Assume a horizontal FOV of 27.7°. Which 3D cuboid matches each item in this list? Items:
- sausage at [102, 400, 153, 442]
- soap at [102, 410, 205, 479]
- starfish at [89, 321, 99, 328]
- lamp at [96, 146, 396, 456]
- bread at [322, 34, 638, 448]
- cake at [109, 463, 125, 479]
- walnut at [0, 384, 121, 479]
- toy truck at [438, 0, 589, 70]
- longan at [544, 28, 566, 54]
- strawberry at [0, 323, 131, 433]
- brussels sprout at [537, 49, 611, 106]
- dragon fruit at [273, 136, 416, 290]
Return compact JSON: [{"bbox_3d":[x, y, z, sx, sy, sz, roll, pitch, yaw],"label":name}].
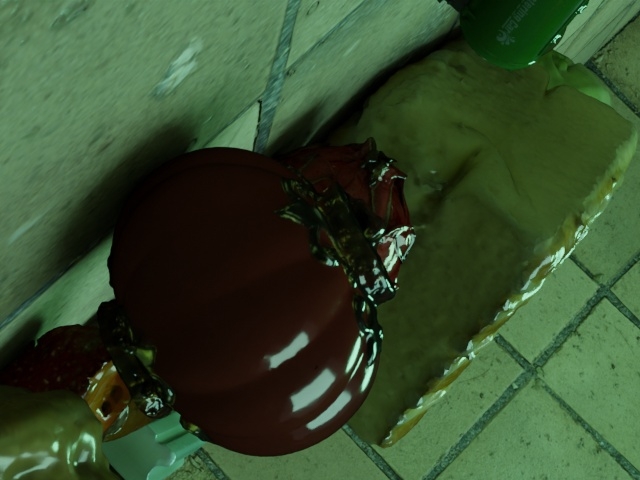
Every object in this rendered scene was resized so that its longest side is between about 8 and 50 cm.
[{"bbox_3d":[-0.184,0.151,1.433,0.103,0.076,0.302,-47,174,23],"label":"sausage"},{"bbox_3d":[-0.212,0.228,1.564,0.066,0.119,0.198,-46,174,2],"label":"soap"},{"bbox_3d":[-0.162,0.105,1.189,0.190,0.074,0.146,-25,162,6],"label":"starfish"},{"bbox_3d":[-0.046,0.039,0.912,0.227,0.227,0.227,-44,174,-6],"label":"lamp"},{"bbox_3d":[0.127,-0.014,1.477,0.371,0.279,0.390,-52,171,37],"label":"bread"},{"bbox_3d":[-0.289,0.316,1.497,0.135,0.147,0.134,-45,174,20],"label":"cake"},{"bbox_3d":[-0.224,0.193,0.745,0.257,0.224,0.257,-46,167,-14],"label":"walnut"},{"bbox_3d":[0.176,-0.241,1.006,0.101,0.125,0.242,-39,171,-38],"label":"toy truck"},{"bbox_3d":[0.226,-0.256,1.427,0.092,0.113,0.113,-2,-179,10],"label":"longan"},{"bbox_3d":[-0.217,0.128,1.018,0.140,0.085,0.192,-33,164,-28],"label":"strawberry"},{"bbox_3d":[0.264,-0.123,1.872,0.328,0.247,0.328,-41,174,-5],"label":"brussels sprout"},{"bbox_3d":[0.000,0.000,1.214,0.209,0.172,0.172,-48,174,6],"label":"dragon fruit"}]
